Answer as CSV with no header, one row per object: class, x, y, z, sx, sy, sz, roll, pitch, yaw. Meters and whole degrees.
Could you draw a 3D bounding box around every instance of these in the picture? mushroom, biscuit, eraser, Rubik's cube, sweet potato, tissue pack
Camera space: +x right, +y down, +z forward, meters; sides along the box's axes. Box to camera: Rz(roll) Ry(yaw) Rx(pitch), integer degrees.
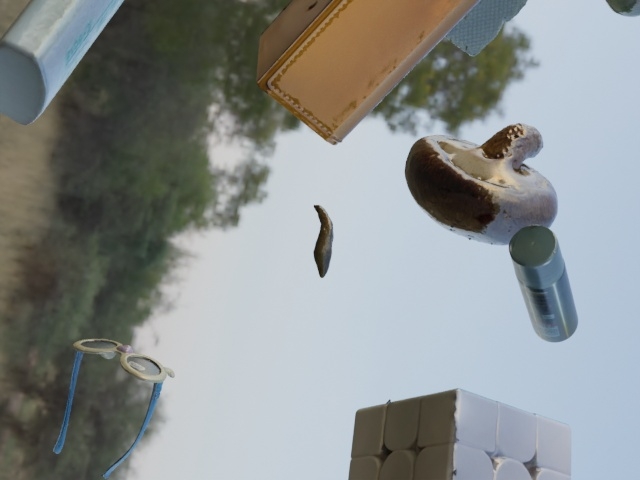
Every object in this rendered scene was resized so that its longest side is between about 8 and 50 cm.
mushroom,0.344,-0.110,2.513,0.345,0.345,0.239,-113,-167,-74
biscuit,0.238,-0.353,1.600,0.199,0.121,0.040,-46,-142,21
eraser,-0.367,-0.323,1.683,0.189,0.104,0.290,-42,-162,58
Rubik's cube,0.240,0.448,2.049,0.291,0.290,0.291,-25,-129,50
sweet potato,0.006,-0.002,2.272,0.038,0.041,0.153,43,43,-64
tissue pack,0.059,-0.283,1.476,0.274,0.145,0.194,-44,-157,20

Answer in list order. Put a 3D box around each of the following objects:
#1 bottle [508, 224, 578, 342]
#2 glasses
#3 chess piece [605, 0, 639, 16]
bottle,0.371,0.075,1.935,0.286,0.082,0.082,59,35,-56
glasses,-0.374,0.278,1.983,0.221,0.189,0.088,-66,153,-8
chess piece,0.512,-0.444,1.903,0.243,0.133,0.133,-72,-177,-49
